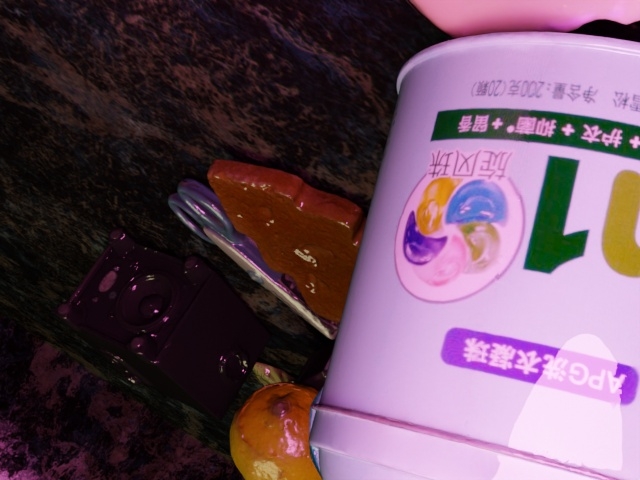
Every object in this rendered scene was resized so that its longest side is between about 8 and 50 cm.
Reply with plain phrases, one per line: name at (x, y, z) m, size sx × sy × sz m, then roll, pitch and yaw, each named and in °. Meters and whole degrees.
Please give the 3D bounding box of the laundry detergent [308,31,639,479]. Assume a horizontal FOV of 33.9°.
laundry detergent at (0.152, 0.066, 0.673) m, size 0.287 × 0.305 × 0.287 m, roll 14°, pitch 170°, yaw 3°

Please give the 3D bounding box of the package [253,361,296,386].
package at (-0.080, 0.262, 1.947) m, size 0.121 × 0.031 × 0.108 m, roll 27°, pitch 159°, yaw 26°

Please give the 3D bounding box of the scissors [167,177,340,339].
scissors at (-0.081, 0.028, 1.368) m, size 0.289 × 0.041 × 0.138 m, roll 40°, pitch 157°, yaw -6°

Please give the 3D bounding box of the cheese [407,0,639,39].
cheese at (0.151, -0.174, 0.547) m, size 0.163 × 0.082 × 0.286 m, roll 41°, pitch 157°, yaw -29°

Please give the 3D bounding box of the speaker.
speaker at (-0.251, 0.138, 1.686) m, size 0.232 × 0.184 × 0.254 m, roll 18°, pitch 157°, yaw 33°

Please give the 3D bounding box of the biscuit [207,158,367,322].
biscuit at (0.001, -0.001, 1.199) m, size 0.301 × 0.043 × 0.278 m, roll 40°, pitch 154°, yaw -16°

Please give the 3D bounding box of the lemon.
lemon at (-0.046, 0.298, 1.555) m, size 0.181 × 0.180 × 0.193 m, roll 29°, pitch 179°, yaw 7°

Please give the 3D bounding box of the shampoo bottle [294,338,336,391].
shampoo bottle at (0.030, 0.200, 1.578) m, size 0.079 × 0.080 × 0.246 m, roll 31°, pitch 160°, yaw -5°
